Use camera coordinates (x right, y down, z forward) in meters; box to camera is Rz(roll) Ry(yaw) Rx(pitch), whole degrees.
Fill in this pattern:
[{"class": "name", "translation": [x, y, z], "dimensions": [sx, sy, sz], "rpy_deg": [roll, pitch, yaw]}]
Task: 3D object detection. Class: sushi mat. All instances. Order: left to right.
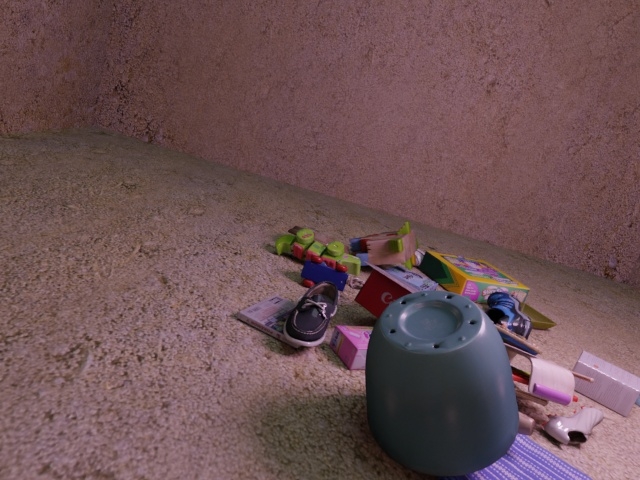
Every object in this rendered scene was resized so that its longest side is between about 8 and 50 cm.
[{"class": "sushi mat", "translation": [0.385, 0.345, 1.184], "dimensions": [0.317, 0.019, 0.151], "rpy_deg": [20, -11, -4]}]

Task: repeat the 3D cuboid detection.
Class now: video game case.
[{"class": "video game case", "translation": [-0.093, 0.212, 1.270], "dimensions": [0.184, 0.023, 0.201], "rpy_deg": [23, 15, 20]}]

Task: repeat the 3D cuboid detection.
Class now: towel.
[{"class": "towel", "translation": [0.395, 0.461, 0.895], "dimensions": [0.243, 0.040, 0.336], "rpy_deg": [29, 19, 35]}]

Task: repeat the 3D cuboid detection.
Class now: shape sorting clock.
[{"class": "shape sorting clock", "translation": [0.462, 0.231, 1.202], "dimensions": [0.206, 0.040, 0.206], "rpy_deg": [26, -5, 3]}]

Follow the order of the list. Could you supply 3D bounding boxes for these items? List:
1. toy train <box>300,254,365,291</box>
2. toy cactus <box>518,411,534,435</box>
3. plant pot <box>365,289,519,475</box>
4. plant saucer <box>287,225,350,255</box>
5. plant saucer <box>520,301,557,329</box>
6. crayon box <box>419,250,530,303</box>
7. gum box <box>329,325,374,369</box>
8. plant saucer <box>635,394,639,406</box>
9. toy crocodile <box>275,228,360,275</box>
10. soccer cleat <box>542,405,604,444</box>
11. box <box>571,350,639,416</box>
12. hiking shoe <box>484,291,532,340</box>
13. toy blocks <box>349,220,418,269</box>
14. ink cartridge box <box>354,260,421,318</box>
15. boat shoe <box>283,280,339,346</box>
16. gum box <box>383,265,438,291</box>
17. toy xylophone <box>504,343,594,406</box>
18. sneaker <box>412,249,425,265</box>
[{"class": "toy train", "translation": [0.065, 0.131, 1.608], "dimensions": [0.248, 0.105, 0.143], "rpy_deg": [19, 2, 6]}, {"class": "toy cactus", "translation": [0.366, 0.361, 1.021], "dimensions": [0.181, 0.112, 0.219], "rpy_deg": [10, -4, 38]}, {"class": "plant pot", "translation": [0.218, 0.238, 0.892], "dimensions": [0.293, 0.235, 0.293], "rpy_deg": [-9, 27, 5]}, {"class": "plant saucer", "translation": [0.000, 0.000, 1.947], "dimensions": [0.278, 0.041, 0.278], "rpy_deg": [23, -1, 0]}, {"class": "plant saucer", "translation": [0.814, 0.302, 1.905], "dimensions": [0.188, 0.045, 0.188], "rpy_deg": [10, 16, -24]}, {"class": "crayon box", "translation": [0.681, 0.171, 2.110], "dimensions": [0.363, 0.106, 0.313], "rpy_deg": [10, 18, -25]}, {"class": "gum box", "translation": [0.133, 0.274, 1.218], "dimensions": [0.189, 0.062, 0.107], "rpy_deg": [8, 18, -32]}, {"class": "plant saucer", "translation": [1.027, 0.507, 1.462], "dimensions": [0.120, 0.021, 0.119], "rpy_deg": [16, 16, -5]}, {"class": "toy crocodile", "translation": [-0.009, 0.053, 1.757], "dimensions": [0.341, 0.115, 0.105], "rpy_deg": [22, 42, 19]}, {"class": "soccer cleat", "translation": [0.624, 0.452, 1.140], "dimensions": [0.196, 0.068, 0.076], "rpy_deg": [1, 26, -26]}, {"class": "box", "translation": [0.850, 0.425, 1.420], "dimensions": [0.171, 0.090, 0.130], "rpy_deg": [27, 18, 31]}, {"class": "hiking shoe", "translation": [0.676, 0.261, 1.769], "dimensions": [0.132, 0.113, 0.304], "rpy_deg": [17, 15, -5]}, {"class": "toy blocks", "translation": [0.245, 0.031, 1.972], "dimensions": [0.261, 0.190, 0.381], "rpy_deg": [-6, 6, 21]}, {"class": "ink cartridge box", "translation": [0.258, 0.206, 1.338], "dimensions": [0.272, 0.130, 0.309], "rpy_deg": [28, 4, -43]}, {"class": "boat shoe", "translation": [-0.018, 0.181, 1.237], "dimensions": [0.115, 0.091, 0.302], "rpy_deg": [18, 14, 4]}, {"class": "gum box", "translation": [0.362, 0.162, 1.909], "dimensions": [0.185, 0.041, 0.157], "rpy_deg": [26, 17, 28]}, {"class": "toy xylophone", "translation": [0.553, 0.342, 1.242], "dimensions": [0.236, 0.081, 0.322], "rpy_deg": [20, -2, 1]}, {"class": "sneaker", "translation": [0.400, 0.054, 2.266], "dimensions": [0.095, 0.090, 0.235], "rpy_deg": [-8, 26, -38]}]
